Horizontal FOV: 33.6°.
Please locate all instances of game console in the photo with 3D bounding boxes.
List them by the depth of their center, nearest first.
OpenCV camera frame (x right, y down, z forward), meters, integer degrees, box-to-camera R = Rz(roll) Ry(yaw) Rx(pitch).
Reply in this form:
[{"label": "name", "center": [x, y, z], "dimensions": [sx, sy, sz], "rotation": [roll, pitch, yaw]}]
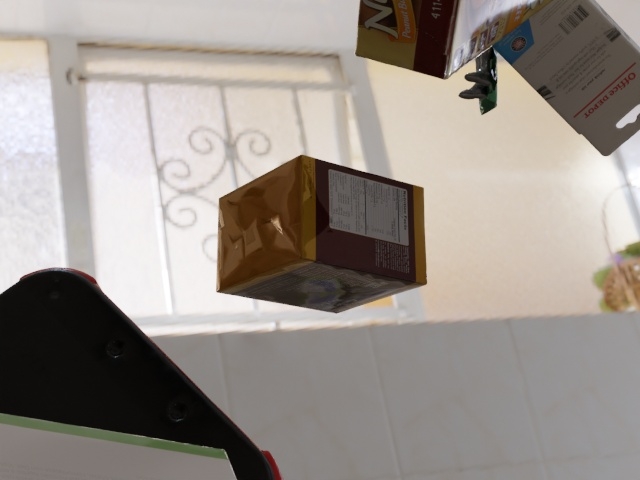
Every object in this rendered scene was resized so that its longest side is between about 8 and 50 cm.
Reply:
[{"label": "game console", "center": [-0.258, 0.223, 0.980], "dimensions": [0.342, 0.386, 0.060], "rotation": [-39, -27, -22]}]

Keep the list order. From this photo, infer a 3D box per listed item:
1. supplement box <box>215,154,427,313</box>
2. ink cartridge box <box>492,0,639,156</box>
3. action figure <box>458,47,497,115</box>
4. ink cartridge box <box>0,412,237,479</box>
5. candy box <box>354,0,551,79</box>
[{"label": "supplement box", "center": [0.000, 0.000, 1.333], "dimensions": [0.194, 0.129, 0.191], "rotation": [12, -22, -34]}, {"label": "ink cartridge box", "center": [0.278, -0.189, 1.129], "dimensions": [0.180, 0.060, 0.104], "rotation": [44, -67, -8]}, {"label": "action figure", "center": [0.218, -0.297, 1.377], "dimensions": [0.063, 0.232, 0.137], "rotation": [10, -20, 0]}, {"label": "ink cartridge box", "center": [-0.085, 0.184, 0.485], "dimensions": [0.171, 0.235, 0.056], "rotation": [19, -64, -38]}, {"label": "candy box", "center": [0.141, -0.271, 0.890], "dimensions": [0.087, 0.316, 0.183], "rotation": [20, -57, 22]}]
